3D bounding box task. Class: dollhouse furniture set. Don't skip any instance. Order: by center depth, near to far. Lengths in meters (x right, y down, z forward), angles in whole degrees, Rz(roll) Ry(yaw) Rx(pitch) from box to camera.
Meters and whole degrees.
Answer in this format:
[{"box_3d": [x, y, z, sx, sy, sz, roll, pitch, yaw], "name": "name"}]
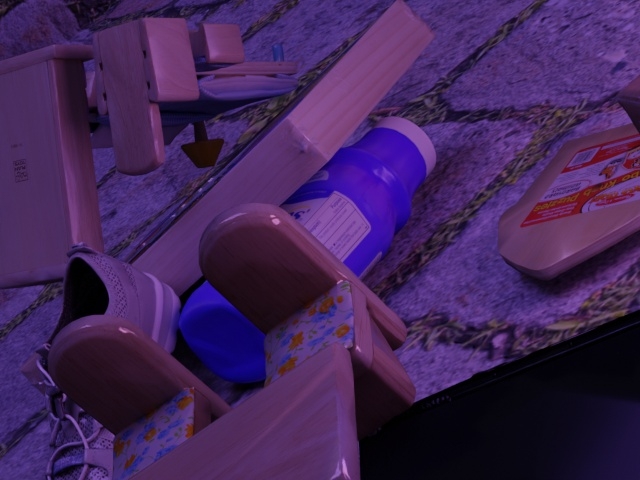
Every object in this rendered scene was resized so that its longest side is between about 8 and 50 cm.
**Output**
[{"box_3d": [-0.158, 0.177, 1.092, 0.394, 0.256, 0.362, -35, 30, 21], "name": "dollhouse furniture set"}, {"box_3d": [-0.125, -0.076, 1.772, 0.286, 0.198, 0.303, -9, -3, 44], "name": "dollhouse furniture set"}]

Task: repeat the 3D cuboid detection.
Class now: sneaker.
[{"box_3d": [-0.191, 0.129, 1.543, 0.105, 0.115, 0.281, -24, 43, 29], "name": "sneaker"}]

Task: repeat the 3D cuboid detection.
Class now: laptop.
[{"box_3d": [0.156, 0.129, 1.171, 0.234, 0.136, 0.264, -24, -5, 28], "name": "laptop"}]

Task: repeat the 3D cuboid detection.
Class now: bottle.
[{"box_3d": [0.000, 0.000, 1.645, 0.118, 0.092, 0.283, -21, 21, 51], "name": "bottle"}]

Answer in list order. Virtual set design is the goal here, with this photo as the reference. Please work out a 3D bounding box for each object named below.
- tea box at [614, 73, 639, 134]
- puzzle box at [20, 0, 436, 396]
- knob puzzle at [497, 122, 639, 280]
[{"box_3d": [0.382, -0.069, 0.936, 0.329, 0.220, 0.323, -38, 18, -11], "name": "tea box"}, {"box_3d": [-0.085, -0.032, 1.751, 0.409, 0.052, 0.272, -41, 7, 35], "name": "puzzle box"}, {"box_3d": [0.211, -0.026, 1.442, 0.213, 0.030, 0.213, -30, 18, 11], "name": "knob puzzle"}]
